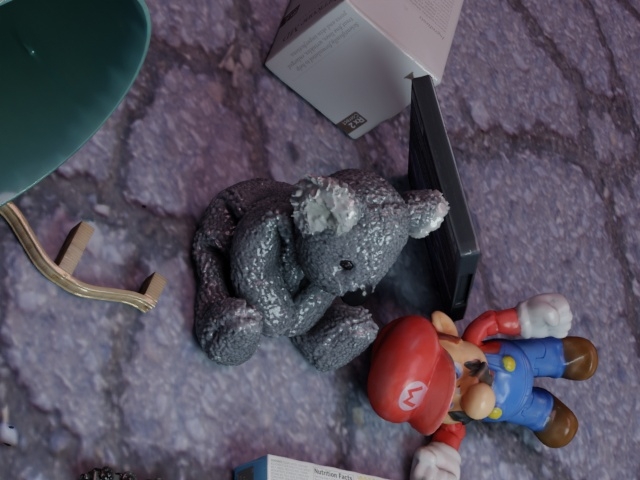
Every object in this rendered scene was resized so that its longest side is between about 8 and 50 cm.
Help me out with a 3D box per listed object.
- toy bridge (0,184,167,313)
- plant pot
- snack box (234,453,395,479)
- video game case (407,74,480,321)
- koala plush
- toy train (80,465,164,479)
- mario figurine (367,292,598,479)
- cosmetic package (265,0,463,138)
[{"bbox_3d":[-0.229,0.011,1.128,0.188,0.026,0.063,37,48,-21],"label":"toy bridge"},{"bbox_3d":[-0.320,-0.181,0.974,0.293,0.293,0.235,-25,71,-47],"label":"plant pot"},{"bbox_3d":[0.061,0.328,1.195,0.321,0.060,0.187,19,56,-35],"label":"snack box"},{"bbox_3d":[0.131,-0.036,1.350,0.026,0.274,0.196,-14,72,0],"label":"video game case"},{"bbox_3d":[0.000,0.000,1.203,0.196,0.221,0.203,7,63,-40],"label":"koala plush"},{"bbox_3d":[-0.142,0.230,1.088,0.158,0.027,0.036,21,65,-34],"label":"toy train"},{"bbox_3d":[0.189,0.166,1.328,0.320,0.170,0.198,8,64,-42],"label":"mario figurine"},{"bbox_3d":[0.056,-0.253,1.446,0.151,0.151,0.184,38,46,-21],"label":"cosmetic package"}]
